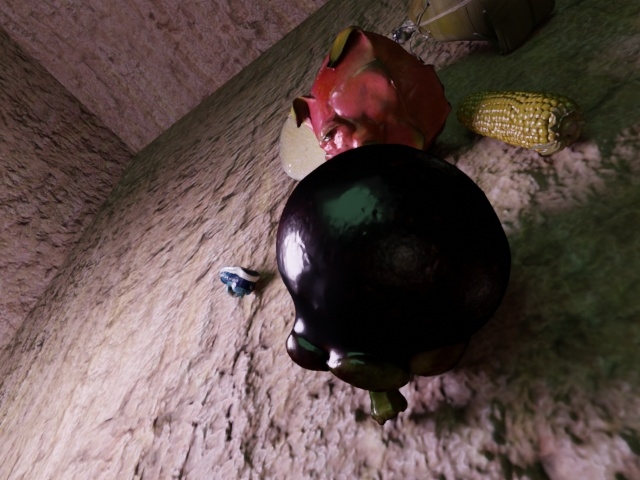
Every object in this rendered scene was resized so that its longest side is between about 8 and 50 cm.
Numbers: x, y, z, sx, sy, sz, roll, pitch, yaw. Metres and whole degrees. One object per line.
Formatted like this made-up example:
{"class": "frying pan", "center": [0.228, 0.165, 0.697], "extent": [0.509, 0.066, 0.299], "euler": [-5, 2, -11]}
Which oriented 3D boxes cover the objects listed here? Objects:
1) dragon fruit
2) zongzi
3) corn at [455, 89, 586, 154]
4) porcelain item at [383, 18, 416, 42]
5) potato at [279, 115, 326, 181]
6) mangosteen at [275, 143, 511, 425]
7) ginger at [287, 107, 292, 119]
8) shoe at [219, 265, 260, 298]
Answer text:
{"class": "dragon fruit", "center": [0.082, -0.236, 0.887], "extent": [0.226, 0.305, 0.305], "euler": [-50, 31, -8]}
{"class": "zongzi", "center": [0.283, -0.643, 1.057], "extent": [0.181, 0.418, 0.447], "euler": [-50, 37, -5]}
{"class": "corn", "center": [0.331, -0.213, 0.765], "extent": [0.091, 0.091, 0.260], "euler": [-11, 25, -17]}
{"class": "porcelain item", "center": [0.237, -0.661, 1.463], "extent": [0.213, 0.054, 0.084], "euler": [-34, 33, 12]}
{"class": "potato", "center": [-0.007, -0.241, 1.164], "extent": [0.202, 0.117, 0.182], "euler": [5, 96, 49]}
{"class": "mangosteen", "center": [0.070, 0.032, 0.570], "extent": [0.313, 0.297, 0.297], "euler": [-47, 29, 14]}
{"class": "ginger", "center": [-0.050, -0.397, 1.449], "extent": [0.137, 0.074, 0.213], "euler": [-32, 38, 17]}
{"class": "shoe", "center": [-0.190, 0.095, 1.011], "extent": [0.143, 0.064, 0.071], "euler": [0, 69, 55]}
